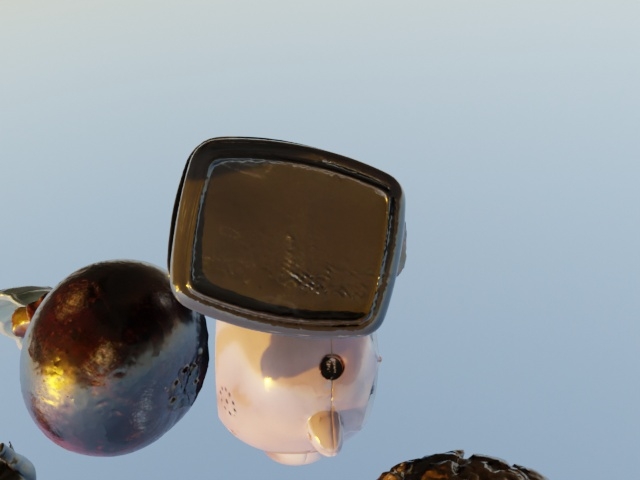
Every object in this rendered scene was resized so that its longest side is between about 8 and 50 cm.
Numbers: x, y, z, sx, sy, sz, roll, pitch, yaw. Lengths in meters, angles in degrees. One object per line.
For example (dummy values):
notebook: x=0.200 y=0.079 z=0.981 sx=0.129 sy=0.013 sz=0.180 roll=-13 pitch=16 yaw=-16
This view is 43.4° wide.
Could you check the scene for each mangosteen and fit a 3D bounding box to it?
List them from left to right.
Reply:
mangosteen: x=-0.263 y=0.121 z=0.949 sx=0.261 sy=0.235 sz=0.235 roll=21 pitch=-143 yaw=21

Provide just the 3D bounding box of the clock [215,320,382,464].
clock: x=-0.048 y=0.188 z=1.311 sx=0.251 sy=0.368 sz=0.377 roll=0 pitch=177 yaw=-12

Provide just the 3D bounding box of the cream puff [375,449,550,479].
cream puff: x=0.067 y=0.159 z=0.399 sx=0.119 sy=0.104 sz=0.133 roll=6 pitch=-171 yaw=29

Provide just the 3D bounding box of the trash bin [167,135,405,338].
trash bin: x=-0.037 y=-0.006 z=0.738 sx=0.210 sy=0.182 sz=0.290 roll=12 pitch=-179 yaw=-6

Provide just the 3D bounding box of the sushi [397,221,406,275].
sushi: x=0.000 y=0.000 z=1.025 sx=0.225 sy=0.136 sz=0.126 roll=9 pitch=168 yaw=-43

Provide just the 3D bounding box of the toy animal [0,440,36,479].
toy animal: x=-0.562 y=0.473 z=1.406 sx=0.115 sy=0.146 sz=0.245 roll=0 pitch=-132 yaw=19

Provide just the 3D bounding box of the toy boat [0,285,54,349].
toy boat: x=-0.487 y=0.167 z=1.488 sx=0.199 sy=0.290 sz=0.100 roll=1 pitch=-135 yaw=35
